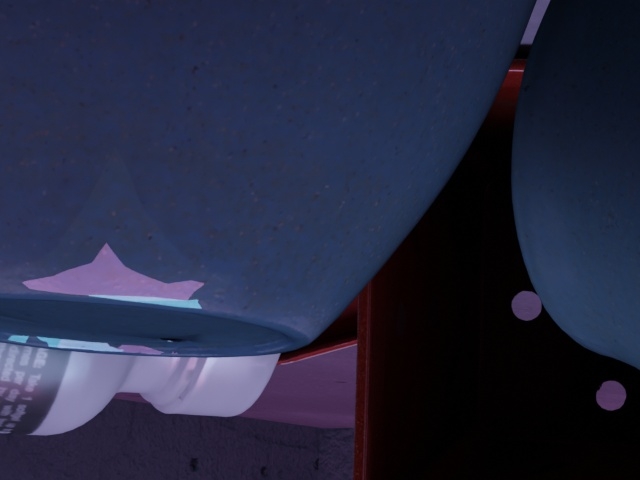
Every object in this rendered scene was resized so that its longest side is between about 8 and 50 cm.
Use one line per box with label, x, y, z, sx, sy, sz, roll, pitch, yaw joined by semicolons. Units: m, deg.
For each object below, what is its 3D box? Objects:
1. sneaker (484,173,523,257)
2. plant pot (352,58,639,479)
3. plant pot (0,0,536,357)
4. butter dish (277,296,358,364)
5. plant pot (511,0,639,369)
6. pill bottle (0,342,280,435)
sneaker;0.217;-0.009;1.063;0.211;0.080;0.081;12;177;10
plant pot;0.168;0.044;0.907;0.267;0.267;0.236;2;180;9
plant pot;-0.062;-0.066;0.519;0.290;0.196;0.290;3;169;1
butter dish;0.000;0.000;1.069;0.159;0.118;0.160;-16;-158;-2
plant pot;0.217;-0.021;0.544;0.255;0.272;0.271;12;178;44
pill bottle;-0.206;-0.007;0.830;0.362;0.210;0.210;9;168;-22
